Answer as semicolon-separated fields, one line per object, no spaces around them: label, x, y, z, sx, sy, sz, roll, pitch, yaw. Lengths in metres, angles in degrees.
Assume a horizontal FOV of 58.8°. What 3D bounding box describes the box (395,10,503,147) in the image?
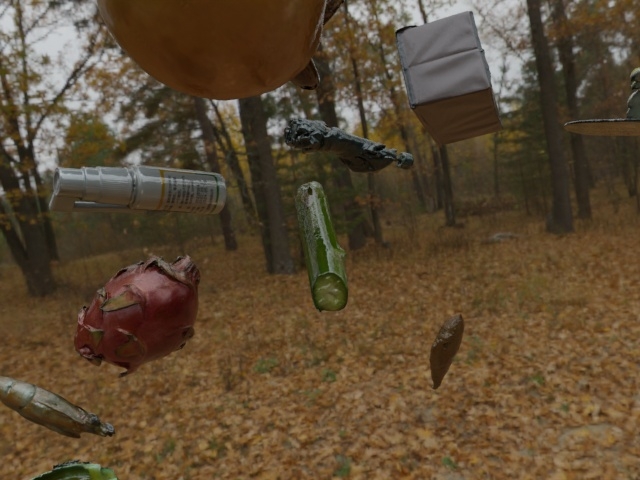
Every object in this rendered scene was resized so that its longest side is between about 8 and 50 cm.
box;0.272;-0.322;1.168;0.153;0.188;0.252;-14;-17;20

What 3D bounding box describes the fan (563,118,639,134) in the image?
fan;0.599;-0.204;1.057;0.295;0.012;0.223;5;5;4

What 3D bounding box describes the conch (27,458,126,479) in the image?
conch;-0.345;0.338;0.694;0.201;0.095;0.079;-32;-24;-42

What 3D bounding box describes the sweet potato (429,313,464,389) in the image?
sweet potato;0.263;0.237;1.217;0.068;0.205;0.060;-10;32;-26

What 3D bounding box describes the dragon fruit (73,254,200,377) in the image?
dragon fruit;-0.409;0.173;1.334;0.251;0.250;0.315;-7;17;44

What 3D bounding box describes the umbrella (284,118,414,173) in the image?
umbrella;0.077;-0.226;1.437;0.349;0.094;0.143;12;23;-24

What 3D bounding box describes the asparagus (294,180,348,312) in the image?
asparagus;-0.002;-0.001;0.897;0.067;0.060;0.277;-39;33;18

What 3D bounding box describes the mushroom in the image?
mushroom;-0.012;-0.433;1.119;0.218;0.226;0.148;-32;26;3

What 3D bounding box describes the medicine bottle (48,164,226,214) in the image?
medicine bottle;-0.245;-0.063;0.775;0.221;0.061;0.092;2;-33;-37

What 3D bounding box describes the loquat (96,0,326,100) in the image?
loquat;-0.147;-0.357;0.803;0.329;0.328;0.328;-10;3;1

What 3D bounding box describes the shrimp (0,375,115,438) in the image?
shrimp;-0.516;0.331;1.089;0.255;0.059;0.145;27;-30;-6

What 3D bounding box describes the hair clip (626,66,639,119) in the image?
hair clip;0.611;-0.274;1.007;0.116;0.049;0.172;-6;-27;20
